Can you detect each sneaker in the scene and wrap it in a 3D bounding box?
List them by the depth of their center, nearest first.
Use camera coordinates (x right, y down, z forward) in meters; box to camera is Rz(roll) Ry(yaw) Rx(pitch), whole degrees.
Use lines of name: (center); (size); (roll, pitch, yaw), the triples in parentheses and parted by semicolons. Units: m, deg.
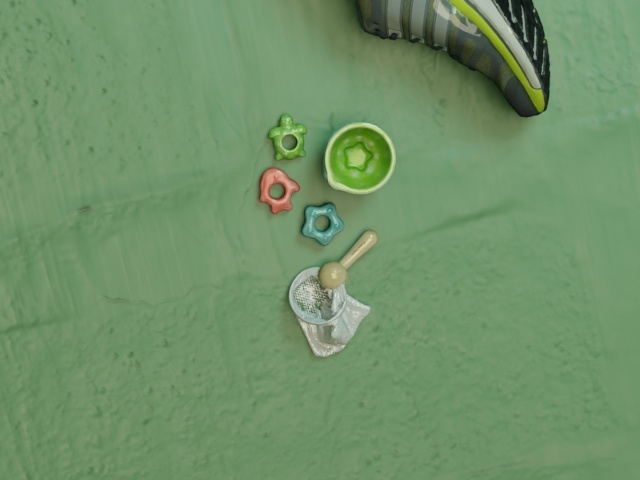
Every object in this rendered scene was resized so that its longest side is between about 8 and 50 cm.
sneaker: (0.105, -0.221, 1.183); (0.121, 0.111, 0.300); (-32, 114, 32)

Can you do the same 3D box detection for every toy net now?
toy net: (0.000, 0.000, 1.220); (0.122, 0.045, 0.232); (4, 98, -9)
